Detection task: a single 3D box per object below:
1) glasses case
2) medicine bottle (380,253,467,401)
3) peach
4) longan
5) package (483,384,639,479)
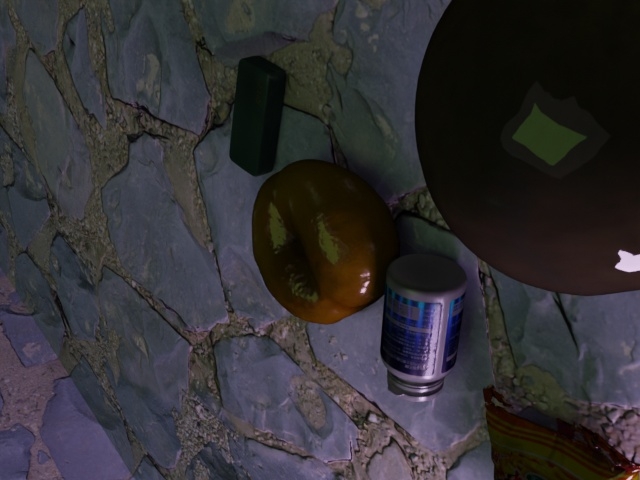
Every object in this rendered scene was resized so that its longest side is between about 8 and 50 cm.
[{"bbox_3d":[-0.104,-0.199,1.125,0.078,0.039,0.184,37,132,32],"label":"glasses case"},{"bbox_3d":[0.137,0.122,0.951,0.107,0.107,0.191,27,126,39],"label":"medicine bottle"},{"bbox_3d":[0.000,0.000,1.021,0.251,0.153,0.251,20,123,34],"label":"peach"},{"bbox_3d":[0.230,-0.108,0.606,0.319,0.319,0.318,24,125,40],"label":"longan"},{"bbox_3d":[0.300,0.342,0.879,0.223,0.109,0.288,15,111,50],"label":"package"}]
